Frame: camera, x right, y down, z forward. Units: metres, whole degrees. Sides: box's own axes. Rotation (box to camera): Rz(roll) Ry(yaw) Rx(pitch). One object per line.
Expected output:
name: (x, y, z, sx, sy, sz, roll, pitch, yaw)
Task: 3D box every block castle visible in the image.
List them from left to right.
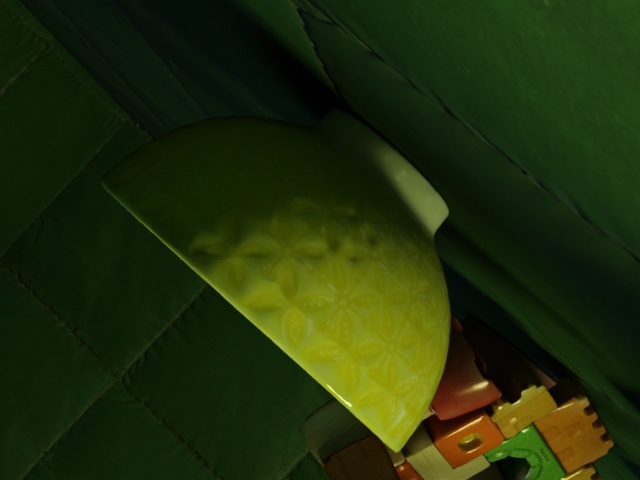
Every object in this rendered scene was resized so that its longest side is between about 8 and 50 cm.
block castle: (0.194, 0.278, 1.141, 0.453, 0.213, 0.303, 52, -172, -46)

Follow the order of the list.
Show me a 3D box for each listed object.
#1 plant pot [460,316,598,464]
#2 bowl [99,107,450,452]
plant pot: (0.170, 0.211, 1.408, 0.201, 0.180, 0.201, 43, 176, 4)
bowl: (0.000, 0.000, 0.961, 0.289, 0.156, 0.289, 43, 176, 4)
